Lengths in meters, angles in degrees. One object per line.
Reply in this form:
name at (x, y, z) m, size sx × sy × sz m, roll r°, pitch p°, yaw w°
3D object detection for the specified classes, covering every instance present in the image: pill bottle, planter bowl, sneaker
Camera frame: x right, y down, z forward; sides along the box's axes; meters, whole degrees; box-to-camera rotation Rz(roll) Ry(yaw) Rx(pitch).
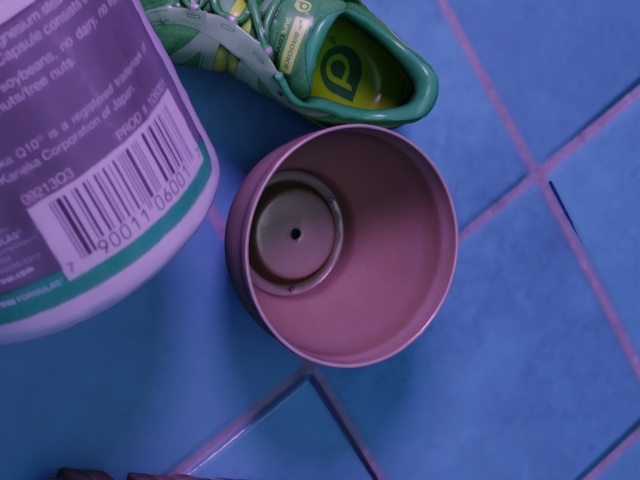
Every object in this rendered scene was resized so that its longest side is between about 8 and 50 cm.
pill bottle at (-0.214, -0.137, 0.688) m, size 0.204 × 0.204 × 0.361 m, roll -37°, pitch 122°, yaw -19°
planter bowl at (0.000, 0.000, 0.902) m, size 0.162 × 0.109 × 0.162 m, roll -3°, pitch 96°, yaw -27°
sneaker at (-0.044, -0.150, 0.855) m, size 0.295 × 0.123 × 0.110 m, roll 18°, pitch 87°, yaw -27°

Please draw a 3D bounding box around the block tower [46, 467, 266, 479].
block tower at (-0.036, 0.223, 0.917) m, size 0.335 × 0.091 × 0.097 m, roll 11°, pitch 91°, yaw -29°
